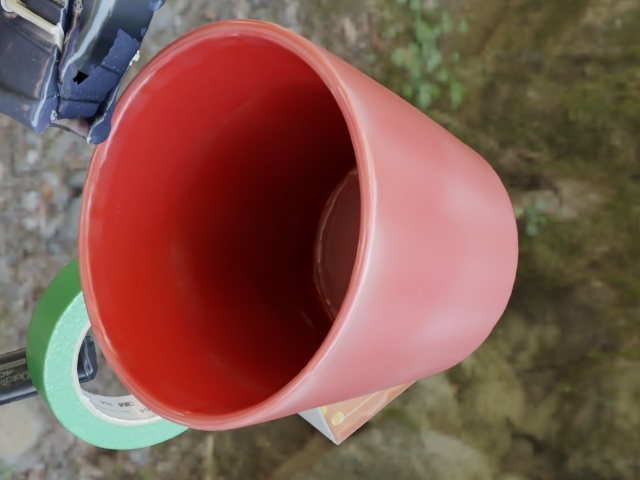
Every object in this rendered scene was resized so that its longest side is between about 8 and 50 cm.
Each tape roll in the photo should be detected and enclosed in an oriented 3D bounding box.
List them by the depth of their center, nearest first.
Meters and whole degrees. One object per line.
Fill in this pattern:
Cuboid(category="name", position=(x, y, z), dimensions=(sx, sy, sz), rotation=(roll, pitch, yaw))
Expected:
Cuboid(category="tape roll", position=(-0.262, 0.147, 2.071), dimensions=(0.321, 0.077, 0.321), rotation=(-15, 121, -27))

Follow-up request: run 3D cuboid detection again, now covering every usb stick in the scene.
Cuboid(category="usb stick", position=(-0.464, 0.204, 2.121), dimensions=(0.045, 0.278, 0.077), rotation=(47, 28, -72))

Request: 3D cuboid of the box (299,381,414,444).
Cuboid(category="box", position=(-0.003, 0.010, 1.535), dimensions=(0.215, 0.168, 0.345), rotation=(-38, 130, -16))

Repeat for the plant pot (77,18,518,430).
Cuboid(category="plant pot", position=(0.000, 0.000, 1.038), dimensions=(0.243, 0.275, 0.275), rotation=(9, 80, -52))

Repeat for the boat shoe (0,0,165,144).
Cuboid(category="boat shoe", position=(-0.246, -0.185, 1.031), dimensions=(0.127, 0.340, 0.158), rotation=(12, 103, -45))
